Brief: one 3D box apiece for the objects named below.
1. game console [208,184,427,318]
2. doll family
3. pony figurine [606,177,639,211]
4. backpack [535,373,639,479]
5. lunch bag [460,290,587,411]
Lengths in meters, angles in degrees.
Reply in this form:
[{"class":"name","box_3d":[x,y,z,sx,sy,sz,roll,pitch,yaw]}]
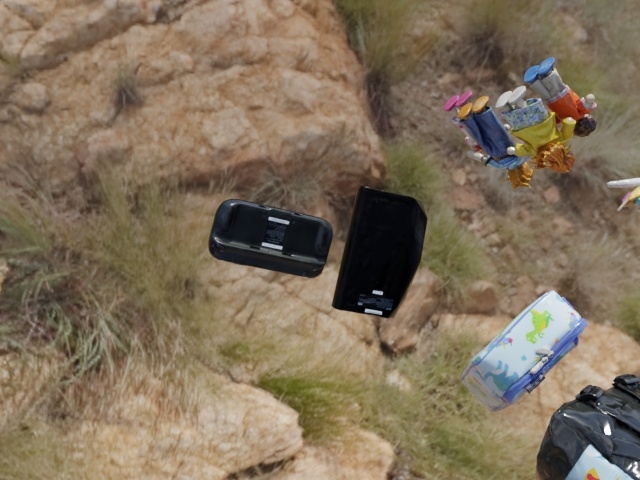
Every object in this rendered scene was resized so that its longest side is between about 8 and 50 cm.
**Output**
[{"class":"game console","box_3d":[0.000,0.000,1.268,0.361,0.044,0.213,12,93,-17]},{"class":"doll family","box_3d":[0.302,-0.157,1.186,0.163,0.263,0.118,45,60,-22]},{"class":"pony figurine","box_3d":[0.753,-0.141,1.404,0.351,0.303,0.363,29,79,9]},{"class":"backpack","box_3d":[0.479,0.370,0.988,0.356,0.273,0.290,24,16,38]},{"class":"lunch bag","box_3d":[0.304,0.169,1.144,0.176,0.219,0.090,-42,74,-11]}]
